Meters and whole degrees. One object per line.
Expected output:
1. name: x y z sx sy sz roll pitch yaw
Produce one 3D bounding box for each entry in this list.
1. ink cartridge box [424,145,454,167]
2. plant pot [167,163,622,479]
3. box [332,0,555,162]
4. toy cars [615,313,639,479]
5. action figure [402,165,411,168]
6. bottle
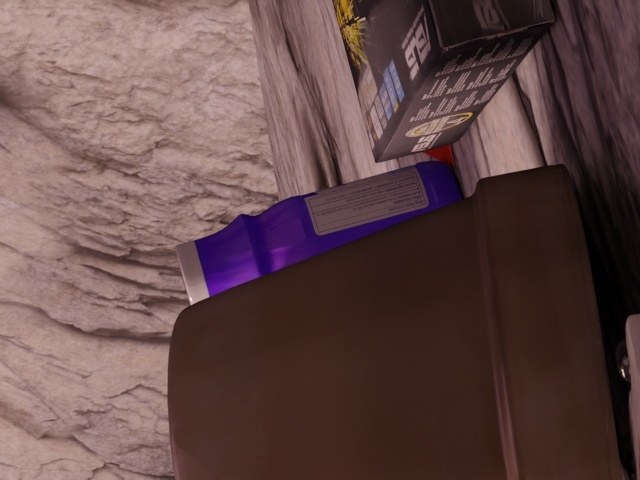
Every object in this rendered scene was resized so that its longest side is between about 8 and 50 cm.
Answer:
1. ink cartridge box: 0.070 -0.192 1.596 0.189 0.066 0.232 -133 34 -77
2. plant pot: 0.052 0.123 1.085 0.323 0.280 0.323 -7 -90 -83
3. box: 0.066 -0.259 1.281 0.395 0.097 0.318 121 132 -80
4. toy cars: 0.231 0.226 0.893 0.176 0.087 0.393 -54 -43 -83
5. action figure: 0.063 0.009 1.739 0.280 0.139 0.091 91 163 -58
6. bottle: 0.000 0.000 1.560 0.118 0.283 0.092 92 162 -73
